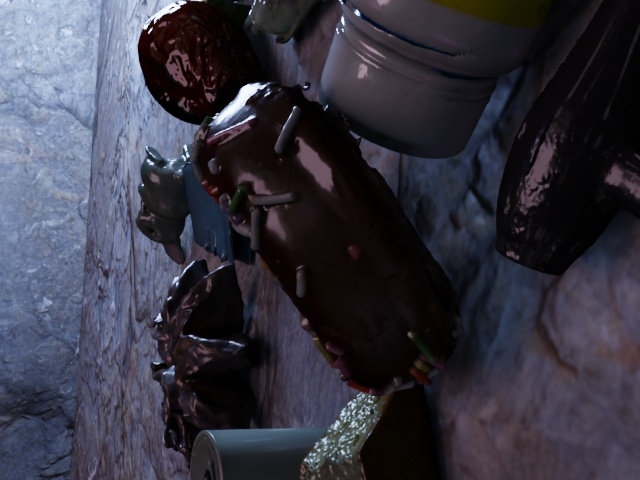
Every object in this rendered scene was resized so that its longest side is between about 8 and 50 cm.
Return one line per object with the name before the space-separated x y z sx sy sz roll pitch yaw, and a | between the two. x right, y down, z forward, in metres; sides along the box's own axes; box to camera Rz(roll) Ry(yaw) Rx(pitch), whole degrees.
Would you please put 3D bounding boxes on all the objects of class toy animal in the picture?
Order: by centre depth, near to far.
toy animal | -0.274 -0.053 1.260 0.138 0.108 0.236 -123 43 -51

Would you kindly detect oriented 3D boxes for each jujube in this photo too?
jujube | -0.161 -0.235 0.991 0.236 0.168 0.168 50 132 41

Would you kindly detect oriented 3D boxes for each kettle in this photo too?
kettle | -0.048 0.244 0.706 0.098 0.148 0.127 45 126 55

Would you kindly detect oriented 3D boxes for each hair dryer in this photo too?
hair dryer | 0.196 -0.043 0.351 0.219 0.075 0.195 38 112 48

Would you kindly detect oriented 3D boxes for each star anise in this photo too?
star anise | -0.174 0.180 1.015 0.331 0.117 0.332 8 99 62

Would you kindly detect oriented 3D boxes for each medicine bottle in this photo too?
medicine bottle | 0.093 -0.193 0.468 0.143 0.143 0.258 -115 37 -44

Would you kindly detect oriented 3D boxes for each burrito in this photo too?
burrito | -0.017 -0.307 0.800 0.309 0.066 0.096 -26 59 61

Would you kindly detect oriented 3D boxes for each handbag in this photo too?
handbag | -0.152 -0.047 1.069 0.221 0.057 0.144 21 113 62

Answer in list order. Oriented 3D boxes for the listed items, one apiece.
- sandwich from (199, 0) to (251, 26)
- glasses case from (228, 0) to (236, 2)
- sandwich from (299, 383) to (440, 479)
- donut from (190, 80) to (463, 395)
sandwich | -0.158 -0.325 1.088 0.116 0.074 0.074 30 112 61
glasses case | -0.131 -0.465 1.091 0.072 0.042 0.191 -147 63 -70
sandwich | 0.048 0.222 0.578 0.094 0.096 0.258 -28 65 55
donut | 0.000 0.000 0.542 0.270 0.103 0.270 55 174 9
